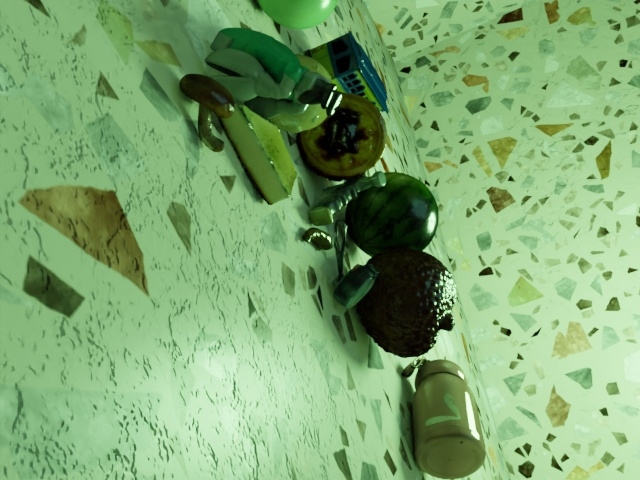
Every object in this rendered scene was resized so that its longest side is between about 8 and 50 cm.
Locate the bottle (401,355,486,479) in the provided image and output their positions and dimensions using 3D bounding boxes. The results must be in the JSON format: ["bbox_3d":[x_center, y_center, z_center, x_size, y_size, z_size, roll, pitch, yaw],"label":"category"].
[{"bbox_3d":[0.308,0.435,1.667,0.206,0.173,0.297,29,32,-13],"label":"bottle"}]

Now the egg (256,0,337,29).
[{"bbox_3d":[-0.067,-0.649,1.570,0.220,0.220,0.270,-69,138,-65],"label":"egg"}]

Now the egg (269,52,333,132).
[{"bbox_3d":[-0.050,-0.308,1.369,0.201,0.164,0.164,-5,76,-83],"label":"egg"}]

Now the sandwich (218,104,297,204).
[{"bbox_3d":[-0.110,-0.182,1.218,0.193,0.058,0.162,61,17,-23],"label":"sandwich"}]

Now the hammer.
[{"bbox_3d":[0.042,-0.094,1.502,0.226,0.158,0.041,-43,113,-51],"label":"hammer"}]

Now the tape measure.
[{"bbox_3d":[0.044,0.054,1.418,0.180,0.104,0.107,57,27,9],"label":"tape measure"}]

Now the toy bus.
[{"bbox_3d":[0.080,-0.458,1.894,0.287,0.175,0.138,35,38,-63],"label":"toy bus"}]

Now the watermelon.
[{"bbox_3d":[0.183,-0.060,1.680,0.242,0.242,0.242,-19,90,-73],"label":"watermelon"}]

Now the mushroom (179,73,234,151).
[{"bbox_3d":[-0.170,-0.207,1.032,0.129,0.073,0.088,69,-13,-12],"label":"mushroom"}]

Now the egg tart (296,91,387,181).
[{"bbox_3d":[0.057,-0.239,1.565,0.171,0.215,0.215,30,42,-81],"label":"egg tart"}]

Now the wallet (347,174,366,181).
[{"bbox_3d":[0.160,-0.105,1.984,0.317,0.044,0.169,55,24,-40],"label":"wallet"}]

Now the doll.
[{"bbox_3d":[-0.102,-0.291,1.164,0.195,0.153,0.258,35,-5,-43],"label":"doll"}]

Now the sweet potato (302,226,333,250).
[{"bbox_3d":[-0.004,-0.005,1.383,0.041,0.038,0.153,52,13,20],"label":"sweet potato"}]

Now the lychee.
[{"bbox_3d":[0.197,0.140,1.519,0.260,0.260,0.260,-19,90,-73],"label":"lychee"}]
